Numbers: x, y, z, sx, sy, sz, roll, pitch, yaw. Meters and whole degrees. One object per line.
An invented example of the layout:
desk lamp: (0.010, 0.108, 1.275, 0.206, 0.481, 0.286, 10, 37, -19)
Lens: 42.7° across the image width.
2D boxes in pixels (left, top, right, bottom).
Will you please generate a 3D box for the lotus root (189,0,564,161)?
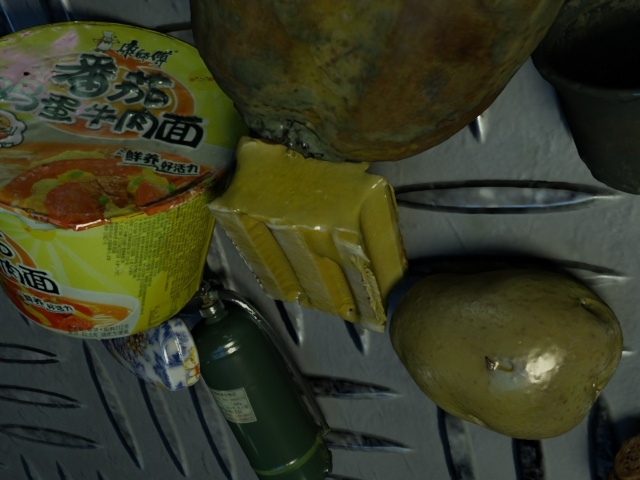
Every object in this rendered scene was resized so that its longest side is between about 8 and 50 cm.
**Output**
lotus root: (0.045, -0.204, 0.516, 0.251, 0.250, 0.346, 31, 130, 6)

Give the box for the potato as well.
potato: (0.157, 0.090, 0.727, 0.194, 0.157, 0.157, 23, 130, 30)

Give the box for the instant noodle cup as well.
instant noodle cup: (-0.204, -0.049, 0.759, 0.264, 0.264, 0.200, 25, 139, 11)

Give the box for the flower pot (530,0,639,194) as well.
flower pot: (0.231, -0.103, 0.551, 0.158, 0.157, 0.106, -2, 133, 29)

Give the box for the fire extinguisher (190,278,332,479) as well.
fire extinguisher: (-0.080, 0.149, 0.916, 0.118, 0.093, 0.294, -11, 114, 33)

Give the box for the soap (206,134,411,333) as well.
soap: (-0.001, 0.002, 0.715, 0.135, 0.076, 0.233, 17, 160, 16)

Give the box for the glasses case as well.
glasses case: (-0.200, 0.098, 0.902, 0.248, 0.065, 0.086, 10, 114, 59)

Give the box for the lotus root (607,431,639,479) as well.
lotus root: (0.361, 0.263, 0.745, 0.221, 0.118, 0.125, 42, 148, 0)
